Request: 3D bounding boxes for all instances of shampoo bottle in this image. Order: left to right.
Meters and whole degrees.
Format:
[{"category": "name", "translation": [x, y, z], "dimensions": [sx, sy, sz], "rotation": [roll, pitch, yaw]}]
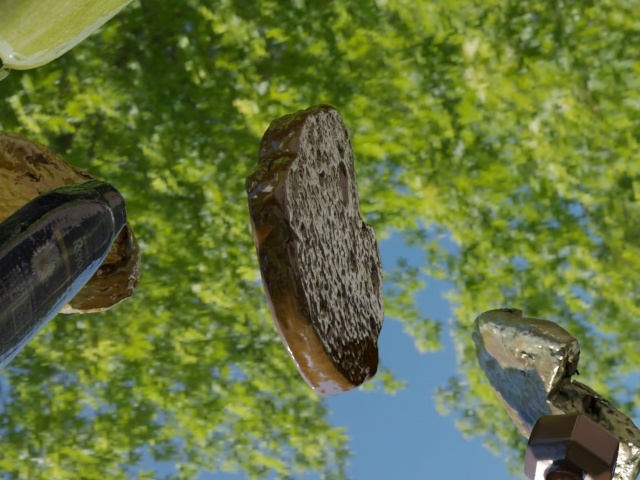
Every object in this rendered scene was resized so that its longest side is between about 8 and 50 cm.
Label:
[{"category": "shampoo bottle", "translation": [-0.199, 0.031, 0.737], "dimensions": [0.233, 0.049, 0.087], "rotation": [-54, -25, -52]}]

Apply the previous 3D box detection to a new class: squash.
[{"category": "squash", "translation": [-0.197, -0.212, 0.872], "dimensions": [0.137, 0.287, 0.137], "rotation": [44, -160, -20]}]

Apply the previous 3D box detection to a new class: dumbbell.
[{"category": "dumbbell", "translation": [0.201, 0.254, 1.016], "dimensions": [0.231, 0.082, 0.092], "rotation": [-56, -26, -43]}]

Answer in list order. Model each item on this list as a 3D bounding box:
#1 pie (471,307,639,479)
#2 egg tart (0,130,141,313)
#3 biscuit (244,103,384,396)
[{"category": "pie", "translation": [0.341, 0.236, 1.705], "dimensions": [0.075, 0.337, 0.337], "rotation": [-33, -71, -18]}, {"category": "egg tart", "translation": [-0.348, -0.007, 1.317], "dimensions": [0.291, 0.107, 0.291], "rotation": [28, -149, -19]}, {"category": "biscuit", "translation": [0.000, 0.000, 1.376], "dimensions": [0.359, 0.074, 0.381], "rotation": [63, -160, -47]}]
